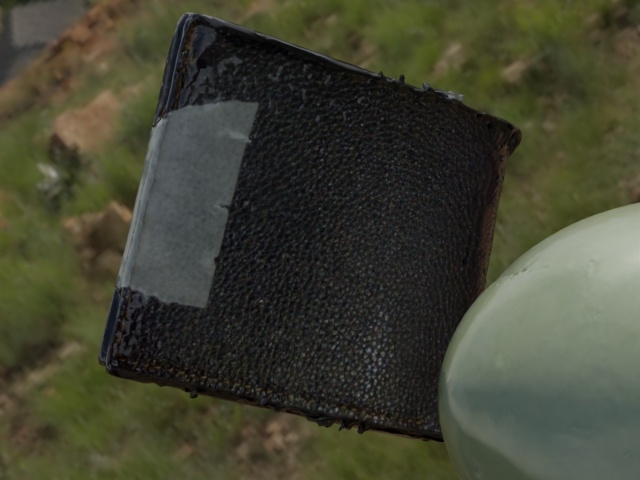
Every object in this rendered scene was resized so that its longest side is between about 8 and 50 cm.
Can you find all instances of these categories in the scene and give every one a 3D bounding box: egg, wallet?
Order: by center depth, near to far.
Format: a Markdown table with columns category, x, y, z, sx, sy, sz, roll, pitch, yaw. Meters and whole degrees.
| category | x | y | z | sx | sy | sz | roll | pitch | yaw |
| --- | --- | --- | --- | --- | --- | --- | --- | --- | --- |
| egg | 0.170 | 0.074 | 0.662 | 0.186 | 0.253 | 0.186 | -176 | 90 | -68 |
| wallet | 0.000 | 0.000 | 0.935 | 0.071 | 0.262 | 0.220 | 8 | 83 | 55 |
